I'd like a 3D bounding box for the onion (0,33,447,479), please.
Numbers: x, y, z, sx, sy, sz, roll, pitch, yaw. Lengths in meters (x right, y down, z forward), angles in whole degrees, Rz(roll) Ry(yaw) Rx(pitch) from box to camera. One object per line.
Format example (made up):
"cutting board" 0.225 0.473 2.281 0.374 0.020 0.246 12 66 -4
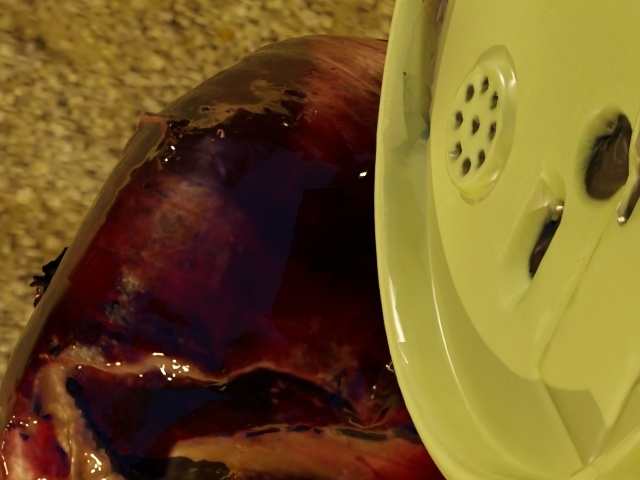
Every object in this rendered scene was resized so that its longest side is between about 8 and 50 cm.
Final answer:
"onion" 0.014 0.068 0.715 0.195 0.272 0.272 23 96 49

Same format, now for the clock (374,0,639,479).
"clock" 0.108 -0.038 0.469 0.348 0.117 0.286 -111 36 -55
